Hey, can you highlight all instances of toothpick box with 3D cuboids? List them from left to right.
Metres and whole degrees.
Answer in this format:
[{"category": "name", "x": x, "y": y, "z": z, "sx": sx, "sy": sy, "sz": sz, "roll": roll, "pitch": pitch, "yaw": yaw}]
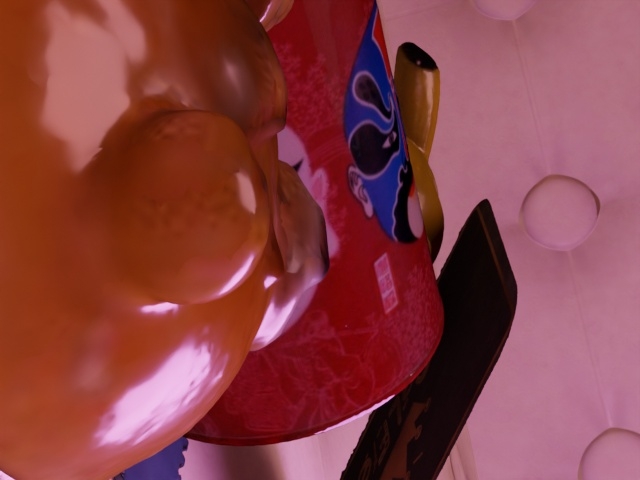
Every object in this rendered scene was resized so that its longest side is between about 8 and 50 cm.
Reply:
[{"category": "toothpick box", "x": -0.056, "y": -0.074, "z": 0.845, "sx": 0.204, "sy": 0.204, "sz": 0.333, "roll": -87, "pitch": 165, "yaw": -57}]

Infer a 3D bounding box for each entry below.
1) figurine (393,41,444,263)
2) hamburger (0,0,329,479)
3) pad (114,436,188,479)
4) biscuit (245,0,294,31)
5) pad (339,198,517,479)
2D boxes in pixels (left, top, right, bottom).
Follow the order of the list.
[{"category": "figurine", "x": -0.002, "y": 0.004, "z": 1.160, "sx": 0.169, "sy": 0.218, "sz": 0.327, "roll": 52, "pitch": 31, "yaw": -14}, {"category": "hamburger", "x": -0.117, "y": -0.034, "z": 0.527, "sx": 0.276, "sy": 0.237, "sz": 0.276, "roll": -12, "pitch": 90, "yaw": -78}, {"category": "pad", "x": -0.131, "y": 0.028, "z": 0.979, "sx": 0.270, "sy": 0.012, "sz": 0.269, "roll": -83, "pitch": 156, "yaw": -64}, {"category": "biscuit", "x": -0.112, "y": -0.200, "z": 0.637, "sx": 0.051, "sy": 0.269, "sz": 0.376, "roll": -40, "pitch": 149, "yaw": -62}, {"category": "pad", "x": 0.033, "y": 0.138, "z": 1.159, "sx": 0.315, "sy": 0.063, "sz": 0.375, "roll": -89, "pitch": -157, "yaw": -70}]
